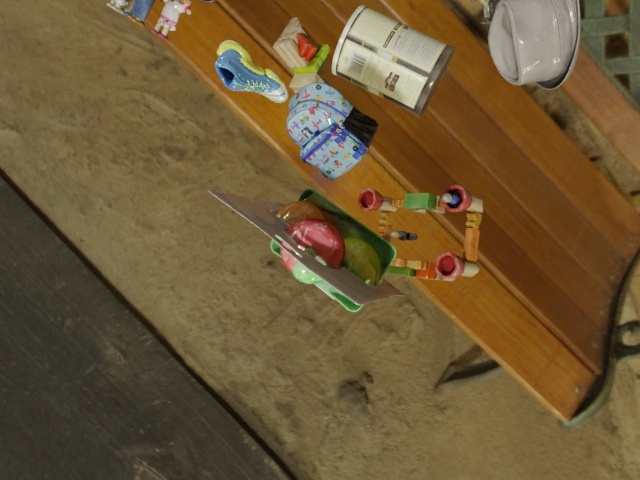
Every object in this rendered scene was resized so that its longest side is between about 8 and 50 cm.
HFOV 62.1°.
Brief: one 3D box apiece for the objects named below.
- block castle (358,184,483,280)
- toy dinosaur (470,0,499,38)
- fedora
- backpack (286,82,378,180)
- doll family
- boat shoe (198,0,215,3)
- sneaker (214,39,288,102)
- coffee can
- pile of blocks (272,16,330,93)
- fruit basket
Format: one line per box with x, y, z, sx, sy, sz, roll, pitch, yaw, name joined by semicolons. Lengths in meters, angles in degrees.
0.310;-0.027;1.811;0.212;0.453;0.303;9;87;-42;block castle
0.475;-0.637;1.474;0.268;0.064;0.118;12;79;-43;toy dinosaur
0.457;-0.459;1.181;0.124;0.276;0.244;-19;40;-3;fedora
0.007;-0.229;1.095;0.173;0.158;0.117;37;56;-22;backpack
-0.431;-0.618;1.296;0.263;0.163;0.118;36;13;25;doll family
-0.290;-0.486;0.817;0.342;0.123;0.123;23;49;-50;boat shoe
-0.204;-0.446;1.502;0.240;0.091;0.126;35;57;-23;sneaker
0.197;-0.490;1.453;0.275;0.201;0.202;29;64;7;coffee can
0.004;-0.418;1.444;0.149;0.112;0.362;-42;128;-32;pile of blocks
-0.010;0.022;0.993;0.327;0.353;0.165;36;105;17;fruit basket
